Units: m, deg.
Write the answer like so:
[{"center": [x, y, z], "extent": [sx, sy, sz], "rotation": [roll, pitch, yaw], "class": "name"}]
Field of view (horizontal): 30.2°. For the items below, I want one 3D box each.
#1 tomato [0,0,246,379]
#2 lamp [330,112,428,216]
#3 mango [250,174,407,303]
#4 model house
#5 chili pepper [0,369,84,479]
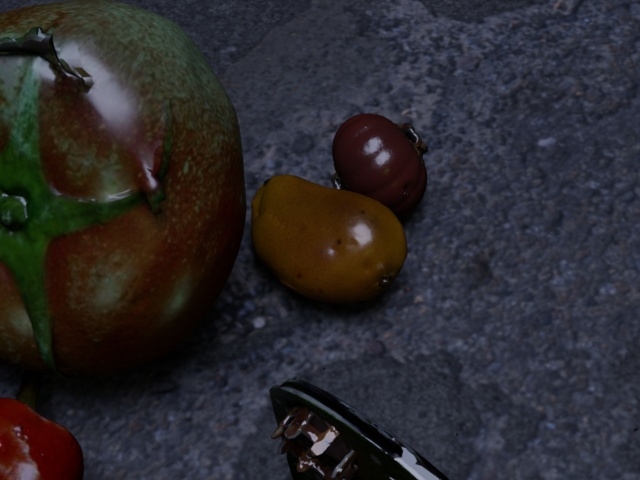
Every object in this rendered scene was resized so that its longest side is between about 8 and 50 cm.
[{"center": [-0.202, -0.048, 0.968], "extent": [0.303, 0.303, 0.239], "rotation": [9, 15, 11], "class": "tomato"}, {"center": [0.054, -0.068, 1.071], "extent": [0.090, 0.101, 0.101], "rotation": [-33, 54, 6], "class": "lamp"}, {"center": [0.003, 0.002, 1.036], "extent": [0.159, 0.084, 0.105], "rotation": [23, 72, 44], "class": "mango"}, {"center": [0.044, 0.248, 0.765], "extent": [0.294, 0.207, 0.154], "rotation": [32, 65, 26], "class": "model house"}, {"center": [-0.245, 0.189, 0.879], "extent": [0.135, 0.131, 0.338], "rotation": [18, 54, 6], "class": "chili pepper"}]
